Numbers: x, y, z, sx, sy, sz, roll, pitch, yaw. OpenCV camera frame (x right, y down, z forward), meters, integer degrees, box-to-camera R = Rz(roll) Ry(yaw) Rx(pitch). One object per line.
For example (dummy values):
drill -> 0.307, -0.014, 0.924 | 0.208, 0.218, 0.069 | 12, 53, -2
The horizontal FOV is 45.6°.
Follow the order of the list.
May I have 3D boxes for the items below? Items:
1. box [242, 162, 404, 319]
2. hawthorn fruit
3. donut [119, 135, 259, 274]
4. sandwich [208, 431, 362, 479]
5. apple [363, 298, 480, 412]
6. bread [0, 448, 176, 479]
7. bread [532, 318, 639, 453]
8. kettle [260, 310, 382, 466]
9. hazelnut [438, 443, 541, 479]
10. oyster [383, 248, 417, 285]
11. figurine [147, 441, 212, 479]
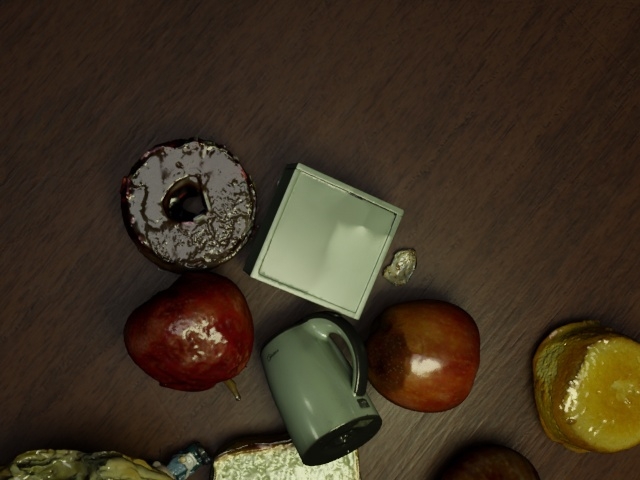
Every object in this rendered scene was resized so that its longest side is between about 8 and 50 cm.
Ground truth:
box -> 0.000, 0.000, 1.447 | 0.224, 0.117, 0.225 | 23, 89, -15
hawthorn fruit -> -0.218, 0.188, 1.414 | 0.230, 0.210, 0.266 | -34, 111, 3
donut -> -0.249, -0.066, 1.458 | 0.269, 0.103, 0.270 | 0, 88, -5
sandwich -> -0.058, 0.500, 1.466 | 0.301, 0.099, 0.271 | -10, 84, -6
apple -> 0.183, 0.211, 1.425 | 0.229, 0.230, 0.230 | 0, 90, -4
bread -> -0.461, 0.467, 1.322 | 0.370, 0.192, 0.314 | -37, 133, 21
bread -> 0.544, 0.292, 1.489 | 0.268, 0.145, 0.269 | 0, 91, -7
kettle -> 0.006, 0.253, 1.398 | 0.221, 0.161, 0.236 | -50, 53, 27
hazelnut -> 0.317, 0.508, 1.441 | 0.217, 0.218, 0.234 | 8, 91, -4
oyster -> 0.165, 0.051, 1.526 | 0.054, 0.019, 0.083 | 35, 89, -1
figurine -> -0.288, 0.444, 1.464 | 0.149, 0.087, 0.086 | -34, 131, -15
